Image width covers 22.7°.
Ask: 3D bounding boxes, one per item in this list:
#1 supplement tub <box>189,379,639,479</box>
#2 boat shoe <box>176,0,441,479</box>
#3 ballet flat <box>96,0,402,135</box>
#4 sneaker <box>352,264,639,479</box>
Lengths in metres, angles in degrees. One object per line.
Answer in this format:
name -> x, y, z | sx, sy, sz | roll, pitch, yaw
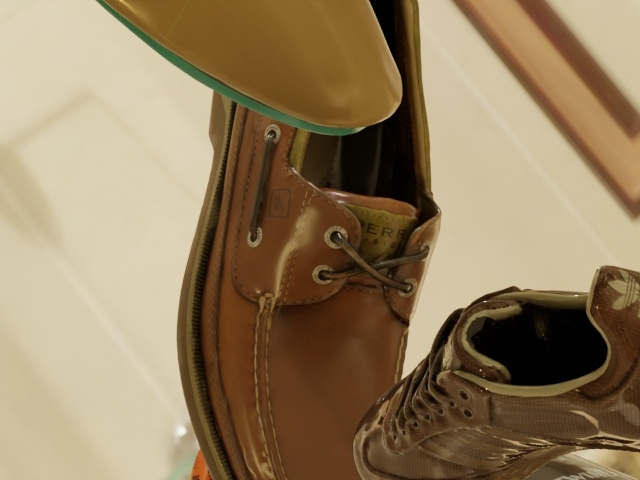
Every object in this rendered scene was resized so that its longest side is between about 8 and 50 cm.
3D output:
supplement tub -> 0.070, 0.208, 1.029 | 0.207, 0.207, 0.338 | -36, 30, -25
boat shoe -> 0.000, 0.000, 0.796 | 0.110, 0.307, 0.104 | 6, -15, -36
ballet flat -> -0.064, -0.119, 0.465 | 0.080, 0.232, 0.073 | -40, -18, -53
sneaker -> 0.062, 0.045, 0.558 | 0.188, 0.071, 0.066 | -25, 38, 47
